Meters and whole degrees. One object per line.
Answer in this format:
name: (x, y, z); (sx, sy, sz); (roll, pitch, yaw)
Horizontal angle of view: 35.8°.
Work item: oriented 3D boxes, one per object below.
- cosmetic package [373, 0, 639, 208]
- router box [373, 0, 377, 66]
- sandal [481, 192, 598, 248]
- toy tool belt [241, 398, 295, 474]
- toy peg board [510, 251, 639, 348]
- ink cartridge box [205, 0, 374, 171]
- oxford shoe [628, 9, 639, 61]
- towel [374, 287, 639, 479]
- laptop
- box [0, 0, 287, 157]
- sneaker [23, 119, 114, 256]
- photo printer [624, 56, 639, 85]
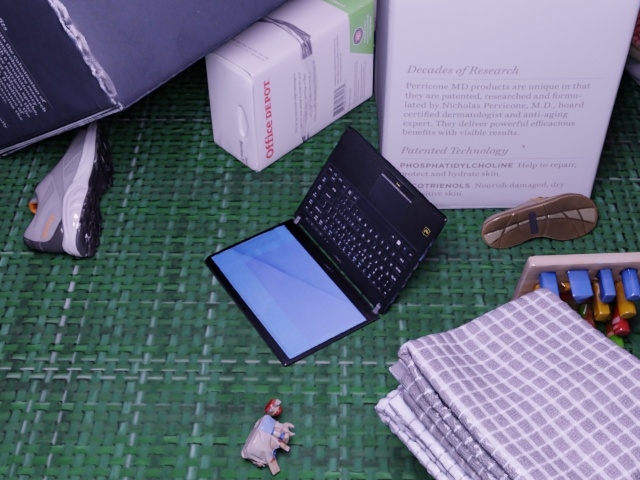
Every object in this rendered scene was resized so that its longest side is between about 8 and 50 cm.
cosmetic package: (0.248, -0.295, 1.477); (0.328, 0.393, 0.329); (0, 46, 1)
router box: (0.120, -0.446, 1.835); (0.336, 0.082, 0.301); (-6, 47, -5)
sandal: (0.320, -0.034, 1.461); (0.180, 0.072, 0.049); (-11, 26, -5)
toy tool belt: (-0.057, 0.241, 1.214); (0.051, 0.052, 0.083); (36, 53, -9)
toy peg board: (0.340, 0.088, 1.283); (0.161, 0.160, 0.079); (-3, 62, -2)
ink cartridge box: (-0.045, -0.267, 1.586); (0.115, 0.198, 0.273); (35, 56, 29)
oxford shoe: (0.457, -0.404, 1.666); (0.141, 0.146, 0.397); (-23, 57, -19)
towel: (0.231, 0.183, 1.044); (0.235, 0.121, 0.283); (-24, 50, -26)
laptop: (0.000, 0.000, 1.374); (0.137, 0.264, 0.234); (7, 33, -47)
box: (-0.307, -0.389, 1.495); (0.472, 0.297, 0.480); (-4, 31, 51)
sneaker: (-0.378, -0.090, 1.493); (0.108, 0.100, 0.271); (-2, 46, 6)
photo printer: (0.602, -0.405, 1.727); (0.256, 0.107, 0.307); (-27, 50, 0)
